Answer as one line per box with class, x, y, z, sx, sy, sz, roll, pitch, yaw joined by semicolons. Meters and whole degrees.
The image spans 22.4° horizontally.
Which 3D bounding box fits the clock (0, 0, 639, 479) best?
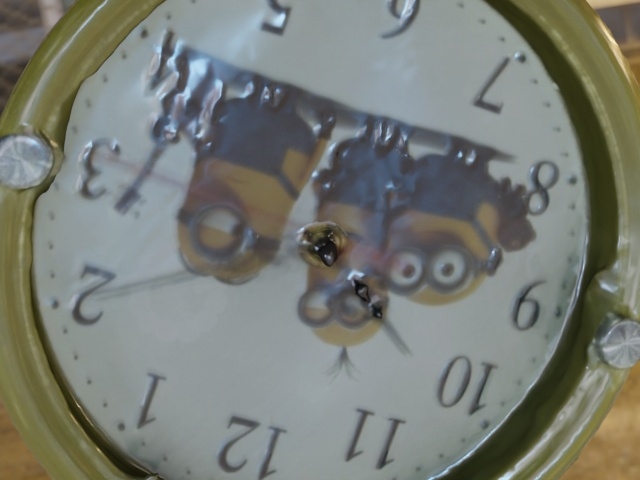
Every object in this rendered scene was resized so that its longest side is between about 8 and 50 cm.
clock;0.000;0.000;0.541;0.237;0.237;0.057;-14;15;-14
